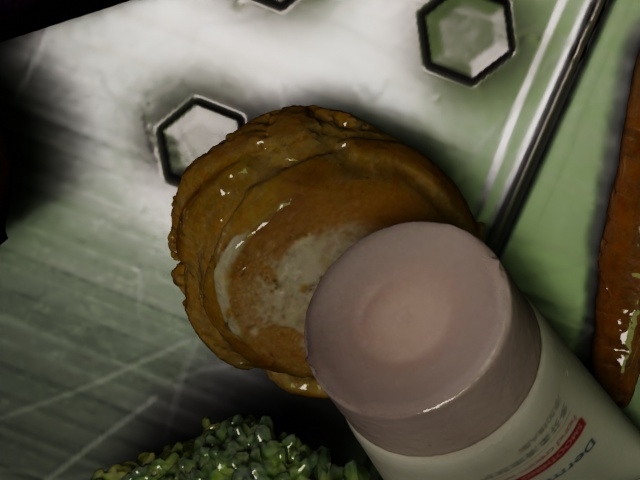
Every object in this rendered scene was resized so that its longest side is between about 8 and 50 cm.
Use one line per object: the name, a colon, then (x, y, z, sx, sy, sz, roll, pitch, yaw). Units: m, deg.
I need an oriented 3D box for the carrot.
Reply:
carrot: (0.154, -0.013, 0.574, 0.047, 0.047, 0.191, 12, 104, 1)

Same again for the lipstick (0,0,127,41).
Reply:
lipstick: (-0.040, -0.163, 0.536, 0.300, 0.081, 0.081, -18, 101, 8)

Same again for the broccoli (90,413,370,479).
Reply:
broccoli: (-0.039, 0.197, 0.573, 0.176, 0.198, 0.226, -48, 129, -21)

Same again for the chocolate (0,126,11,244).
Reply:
chocolate: (-0.226, -0.038, 0.535, 0.177, 0.177, 0.177, 1, 102, 4)

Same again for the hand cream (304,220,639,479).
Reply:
hand cream: (0.073, 0.089, 0.538, 0.133, 0.083, 0.248, -26, 142, 12)

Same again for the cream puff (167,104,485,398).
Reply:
cream puff: (-0.003, 0.001, 0.554, 0.144, 0.103, 0.126, 20, 107, -29)
